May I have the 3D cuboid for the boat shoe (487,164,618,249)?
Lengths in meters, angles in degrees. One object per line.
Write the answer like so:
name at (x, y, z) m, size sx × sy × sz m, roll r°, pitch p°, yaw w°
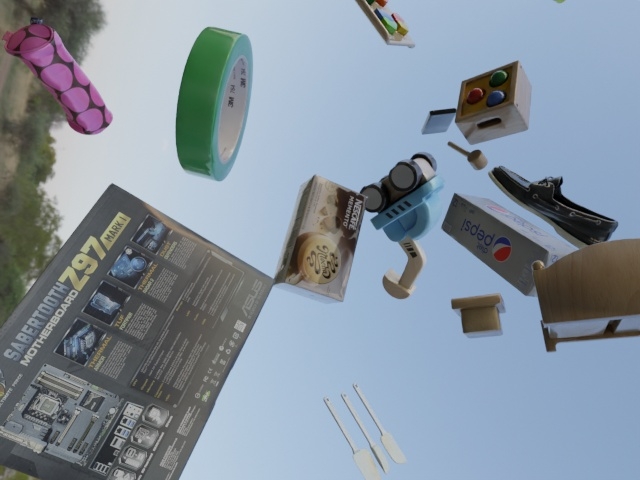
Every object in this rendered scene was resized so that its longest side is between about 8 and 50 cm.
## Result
boat shoe at (0.600, -0.110, 1.134) m, size 0.340 × 0.127 × 0.113 m, roll 46°, pitch -54°, yaw 24°

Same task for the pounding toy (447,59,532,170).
pounding toy at (0.340, -0.259, 0.943) m, size 0.181 × 0.094 × 0.206 m, roll -9°, pitch -125°, yaw 42°

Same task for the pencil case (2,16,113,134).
pencil case at (-0.483, -0.294, 0.820) m, size 0.209 × 0.098 × 0.095 m, roll 79°, pitch 18°, yaw -58°

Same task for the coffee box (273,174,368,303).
coffee box at (0.000, 0.000, 1.160) m, size 0.119 × 0.168 × 0.297 m, roll -24°, pitch -132°, yaw 65°

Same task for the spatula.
spatula at (0.113, 0.500, 1.158) m, size 0.242 × 0.168 × 0.019 m, roll 56°, pitch -50°, yaw 27°

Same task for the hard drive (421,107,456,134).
hard drive at (0.420, -0.424, 1.564) m, size 0.135 × 0.094 × 0.022 m, roll 88°, pitch -5°, yaw -75°

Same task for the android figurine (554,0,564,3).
android figurine at (0.584, -0.722, 1.067) m, size 0.056 × 0.272 × 0.248 m, roll 27°, pitch -78°, yaw 64°

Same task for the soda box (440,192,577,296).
soda box at (0.358, 0.001, 0.852) m, size 0.286 × 0.098 × 0.091 m, roll -123°, pitch -135°, yaw -59°

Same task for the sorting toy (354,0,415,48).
sorting toy at (0.144, -0.545, 1.040) m, size 0.038 × 0.208 × 0.193 m, roll -37°, pitch -93°, yaw 33°

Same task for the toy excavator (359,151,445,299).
toy excavator at (0.326, -0.038, 1.636) m, size 0.433 × 0.222 × 0.445 m, roll -35°, pitch -93°, yaw 36°

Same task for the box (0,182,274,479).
box at (-0.172, 0.092, 0.395) m, size 0.059 × 0.183 × 0.233 m, roll -27°, pitch -146°, yaw 57°

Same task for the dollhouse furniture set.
dollhouse furniture set at (0.350, 0.029, 0.503) m, size 0.355 × 0.303 × 0.174 m, roll -11°, pitch -115°, yaw 23°

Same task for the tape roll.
tape roll at (-0.227, -0.296, 0.976) m, size 0.321 × 0.077 × 0.321 m, roll -166°, pitch -90°, yaw -88°
